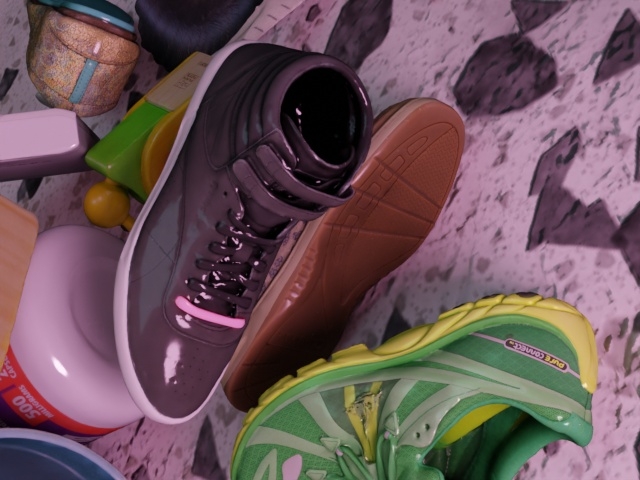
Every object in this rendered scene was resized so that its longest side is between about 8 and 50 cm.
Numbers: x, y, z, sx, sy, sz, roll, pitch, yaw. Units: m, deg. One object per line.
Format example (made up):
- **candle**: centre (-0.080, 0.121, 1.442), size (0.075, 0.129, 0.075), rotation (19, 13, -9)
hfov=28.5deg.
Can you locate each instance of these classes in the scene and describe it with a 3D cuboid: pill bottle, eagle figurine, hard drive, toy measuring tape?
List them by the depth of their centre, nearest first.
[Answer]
- **pill bottle**: centre (-0.293, 0.124, 1.140), size (0.323, 0.181, 0.181), rotation (-28, 50, 32)
- **toy measuring tape**: centre (-0.082, -0.118, 1.157), size (0.330, 0.121, 0.121), rotation (-44, 38, -16)
- **hard drive**: centre (-0.314, -0.079, 1.170), size (0.307, 0.203, 0.040), rotation (-171, 74, -84)
- **eagle figurine**: centre (-0.104, -0.318, 1.210), size (0.226, 0.298, 0.225), rotation (-30, 74, -8)

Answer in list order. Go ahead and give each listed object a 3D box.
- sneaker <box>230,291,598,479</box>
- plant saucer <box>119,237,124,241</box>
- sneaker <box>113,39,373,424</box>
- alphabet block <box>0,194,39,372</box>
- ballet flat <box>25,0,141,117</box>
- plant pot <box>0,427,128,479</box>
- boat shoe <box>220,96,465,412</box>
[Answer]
- **sneaker**: centre (0.051, 0.136, 0.843), size (0.295, 0.109, 0.123), rotation (-31, 45, 30)
- **plant saucer**: centre (-0.253, 0.075, 1.254), size (0.192, 0.018, 0.067), rotation (-37, 46, 26)
- **sneaker**: centre (-0.055, -0.009, 0.884), size (0.147, 0.104, 0.296), rotation (3, 74, 58)
- **alphabet block**: centre (-0.365, 0.041, 0.966), size (0.192, 0.197, 0.193), rotation (-20, 49, 37)
- **ballet flat**: centre (-0.248, -0.189, 1.270), size (0.123, 0.123, 0.348), rotation (-56, 18, 5)
- **plant pot**: centre (-0.297, 0.291, 1.006), size (0.255, 0.271, 0.272), rotation (-15, 57, 54)
- **boat shoe**: centre (0.000, 0.000, 0.976), size (0.285, 0.104, 0.089), rotation (-53, 44, 10)
